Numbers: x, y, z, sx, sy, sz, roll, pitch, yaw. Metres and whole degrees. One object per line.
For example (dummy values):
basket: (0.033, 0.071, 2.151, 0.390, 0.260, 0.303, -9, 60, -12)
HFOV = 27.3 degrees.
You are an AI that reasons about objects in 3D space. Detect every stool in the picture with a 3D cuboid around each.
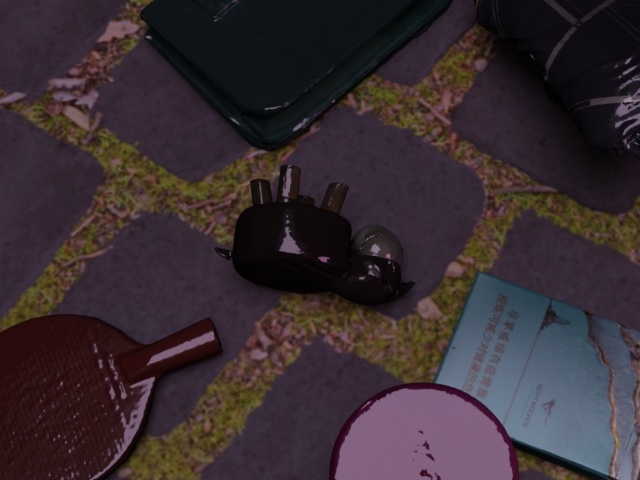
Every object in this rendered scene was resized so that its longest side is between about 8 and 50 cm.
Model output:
stool: (0.000, 0.000, 1.401, 0.217, 0.125, 0.121, 11, 69, -3)

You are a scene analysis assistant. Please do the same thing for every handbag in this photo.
handbag: (-0.021, -0.284, 1.524, 0.326, 0.089, 0.238, -42, 72, -12)

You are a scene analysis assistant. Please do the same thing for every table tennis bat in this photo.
table tennis bat: (-0.253, 0.160, 1.399, 0.310, 0.038, 0.200, -23, 70, -4)

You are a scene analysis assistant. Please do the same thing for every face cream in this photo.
face cream: (0.098, 0.240, 1.265, 0.175, 0.195, 0.175, -1, 71, 4)

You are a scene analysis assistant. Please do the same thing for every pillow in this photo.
pillow: (0.280, -0.221, 1.384, 0.161, 0.092, 0.335, -33, 52, 3)

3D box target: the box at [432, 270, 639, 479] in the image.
box: (0.242, 0.146, 1.372, 0.229, 0.041, 0.162, 20, 73, 11)

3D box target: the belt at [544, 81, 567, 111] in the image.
belt: (0.417, -0.130, 1.429, 0.359, 0.126, 0.094, 27, 83, 19)
